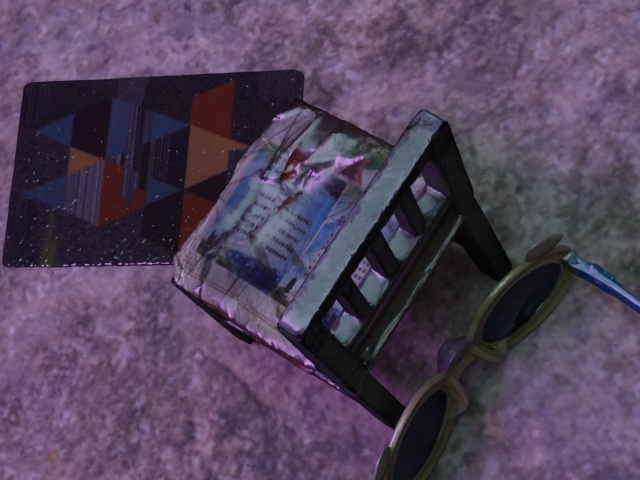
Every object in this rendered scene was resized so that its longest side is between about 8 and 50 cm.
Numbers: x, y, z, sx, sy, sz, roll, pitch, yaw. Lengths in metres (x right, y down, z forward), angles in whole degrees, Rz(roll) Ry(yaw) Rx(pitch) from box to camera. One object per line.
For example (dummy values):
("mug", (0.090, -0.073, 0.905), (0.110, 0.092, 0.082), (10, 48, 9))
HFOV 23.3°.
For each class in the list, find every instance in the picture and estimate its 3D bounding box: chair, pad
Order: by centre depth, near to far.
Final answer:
("chair", (0.000, 0.000, 0.873), (0.147, 0.270, 0.136), (31, 84, 22))
("pad", (-0.117, -0.050, 1.068), (0.211, 0.003, 0.143), (-2, 72, 15))

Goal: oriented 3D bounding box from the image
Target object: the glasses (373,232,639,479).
("glasses", (0.159, 0.129, 0.911), (0.220, 0.088, 0.190), (37, 84, 4))
